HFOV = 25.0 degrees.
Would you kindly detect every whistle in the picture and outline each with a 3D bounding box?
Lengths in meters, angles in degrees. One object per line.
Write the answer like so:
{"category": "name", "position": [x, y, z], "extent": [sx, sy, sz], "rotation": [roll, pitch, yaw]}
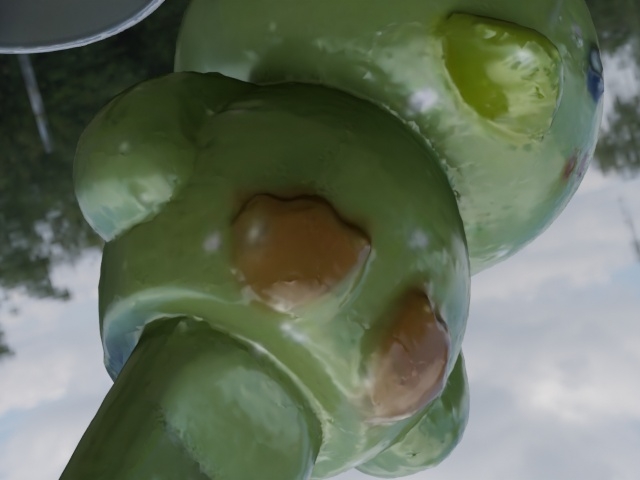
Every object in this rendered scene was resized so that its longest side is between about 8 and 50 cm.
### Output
{"category": "whistle", "position": [0.008, -0.005, 0.393], "extent": [0.141, 0.141, 0.294], "rotation": [-14, -146, 23]}

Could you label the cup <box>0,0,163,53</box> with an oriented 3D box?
{"category": "cup", "position": [-0.220, -0.316, 1.068], "extent": [0.236, 0.327, 0.323], "rotation": [-9, 157, 3]}
